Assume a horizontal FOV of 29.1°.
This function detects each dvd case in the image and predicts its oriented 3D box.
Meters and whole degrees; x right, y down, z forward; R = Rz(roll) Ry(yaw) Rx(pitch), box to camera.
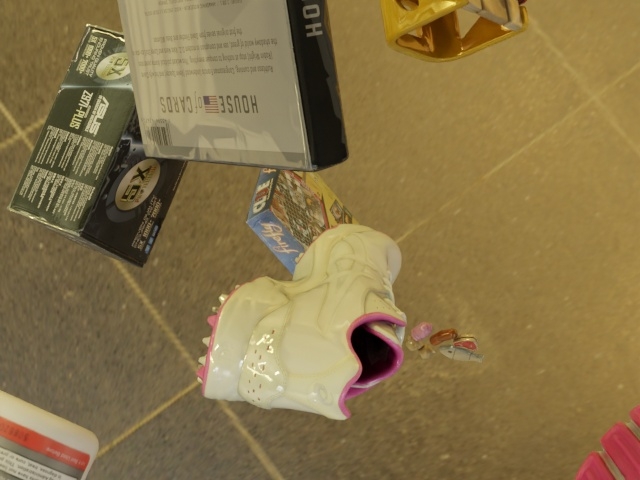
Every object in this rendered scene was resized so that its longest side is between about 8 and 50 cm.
[{"bbox_3d":[-0.061,-0.157,0.624,0.030,0.179,0.238,-16,105,-31],"label":"dvd case"}]

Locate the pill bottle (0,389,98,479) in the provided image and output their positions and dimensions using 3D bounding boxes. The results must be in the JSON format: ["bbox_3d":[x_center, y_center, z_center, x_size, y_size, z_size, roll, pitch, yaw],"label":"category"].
[{"bbox_3d":[-0.410,0.340,1.348,0.210,0.210,0.362,25,77,-4],"label":"pill bottle"}]

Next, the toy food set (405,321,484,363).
[{"bbox_3d":[0.157,0.137,1.644,0.122,0.078,0.019,8,51,12],"label":"toy food set"}]

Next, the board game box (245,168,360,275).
[{"bbox_3d":[0.000,0.000,1.679,0.243,0.042,0.165,50,30,-26],"label":"board game box"}]

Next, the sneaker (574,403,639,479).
[{"bbox_3d":[0.171,0.171,0.629,0.111,0.103,0.252,44,105,-10],"label":"sneaker"}]

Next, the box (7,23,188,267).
[{"bbox_3d":[-0.185,-0.081,1.116,0.078,0.147,0.180,20,82,18],"label":"box"}]

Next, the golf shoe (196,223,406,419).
[{"bbox_3d":[0.020,0.072,1.040,0.140,0.115,0.306,18,25,20],"label":"golf shoe"}]

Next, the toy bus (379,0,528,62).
[{"bbox_3d":[0.086,-0.239,0.951,0.191,0.104,0.202,54,40,-20],"label":"toy bus"}]
